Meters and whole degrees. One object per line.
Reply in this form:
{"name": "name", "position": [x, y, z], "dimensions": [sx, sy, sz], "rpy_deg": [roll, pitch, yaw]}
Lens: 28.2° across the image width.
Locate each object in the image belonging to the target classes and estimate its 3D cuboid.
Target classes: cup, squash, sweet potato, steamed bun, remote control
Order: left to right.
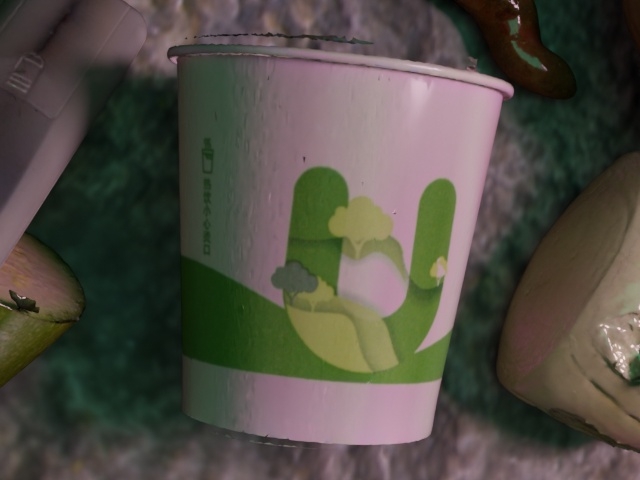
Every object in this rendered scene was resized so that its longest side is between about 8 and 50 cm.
{"name": "squash", "position": [-0.268, 0.044, 0.920], "dimensions": [0.170, 0.170, 0.123], "rpy_deg": [35, 93, -5]}
{"name": "remote control", "position": [-0.221, -0.099, 0.913], "dimensions": [0.109, 0.055, 0.313], "rpy_deg": [28, 45, -7]}
{"name": "cup", "position": [0.000, 0.000, 0.935], "dimensions": [0.253, 0.253, 0.274], "rpy_deg": [7, 92, -9]}
{"name": "sweet potato", "position": [0.146, -0.195, 1.057], "dimensions": [0.058, 0.055, 0.202], "rpy_deg": [-38, 96, 26]}
{"name": "steamed bun", "position": [0.258, 0.047, 1.007], "dimensions": [0.170, 0.152, 0.239], "rpy_deg": [33, 83, -7]}

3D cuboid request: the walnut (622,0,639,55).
{"name": "walnut", "position": [0.407, -0.195, 0.967], "dimensions": [0.383, 0.383, 0.384], "rpy_deg": [1, 86, -10]}
